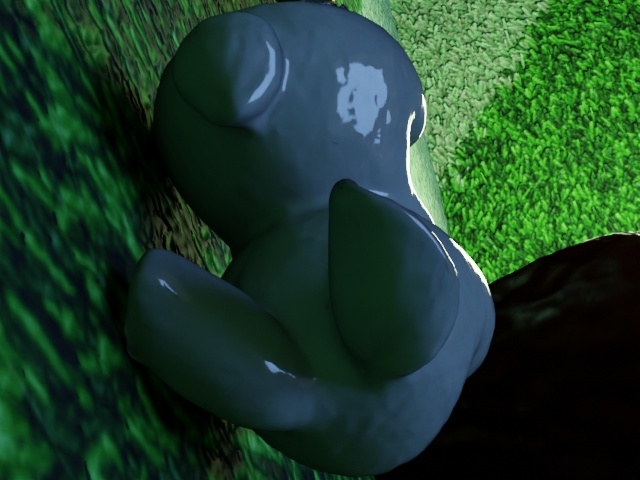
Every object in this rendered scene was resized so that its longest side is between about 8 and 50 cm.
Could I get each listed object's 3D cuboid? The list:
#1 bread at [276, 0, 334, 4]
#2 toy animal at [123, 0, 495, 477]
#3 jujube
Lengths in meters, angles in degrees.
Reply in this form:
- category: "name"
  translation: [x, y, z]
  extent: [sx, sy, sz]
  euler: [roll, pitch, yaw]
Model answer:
- category: "bread"
  translation: [-0.020, -0.323, 1.157]
  extent: [0.344, 0.084, 0.124]
  euler: [-95, 168, -52]
- category: "toy animal"
  translation: [-0.005, -0.007, 0.533]
  extent: [0.178, 0.128, 0.193]
  euler: [59, 19, -54]
- category: "jujube"
  translation: [0.198, 0.116, 0.962]
  extent: [0.223, 0.318, 0.223]
  euler: [-17, 90, -81]
